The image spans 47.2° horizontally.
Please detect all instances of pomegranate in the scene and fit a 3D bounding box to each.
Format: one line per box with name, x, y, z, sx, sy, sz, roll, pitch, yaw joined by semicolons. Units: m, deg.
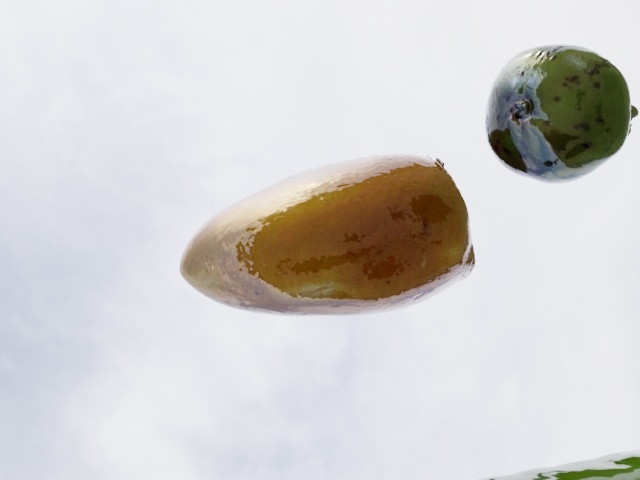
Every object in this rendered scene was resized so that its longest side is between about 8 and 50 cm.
pomegranate;0.201;-0.101;0.594;0.142;0.114;0.115;0;-100;-38

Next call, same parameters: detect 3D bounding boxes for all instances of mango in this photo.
mango;0.000;0.000;0.680;0.256;0.187;0.138;-17;-58;-19

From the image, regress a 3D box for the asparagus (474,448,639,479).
asparagus;0.078;0.152;0.296;0.381;0.129;0.108;-8;-140;-10
